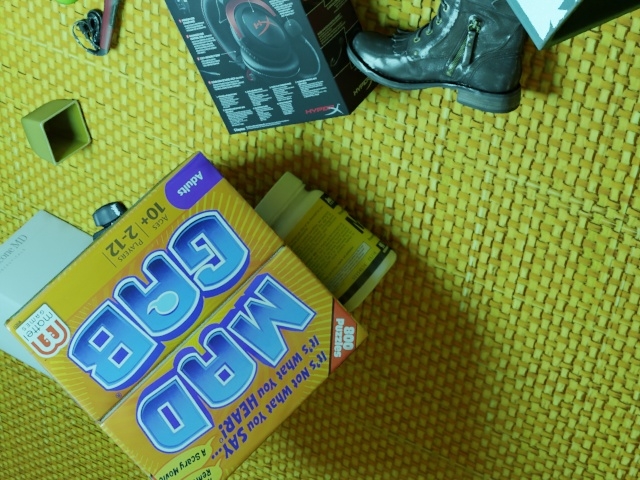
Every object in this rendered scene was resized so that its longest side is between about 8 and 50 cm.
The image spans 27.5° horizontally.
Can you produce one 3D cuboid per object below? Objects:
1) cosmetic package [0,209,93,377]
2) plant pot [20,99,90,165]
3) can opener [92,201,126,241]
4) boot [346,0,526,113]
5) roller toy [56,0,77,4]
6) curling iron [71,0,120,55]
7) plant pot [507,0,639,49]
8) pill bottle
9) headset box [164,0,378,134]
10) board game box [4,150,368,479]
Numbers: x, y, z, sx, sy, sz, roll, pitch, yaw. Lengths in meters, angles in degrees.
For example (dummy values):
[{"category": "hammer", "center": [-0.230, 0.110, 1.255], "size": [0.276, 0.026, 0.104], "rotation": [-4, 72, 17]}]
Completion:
[{"category": "cosmetic package", "center": [-0.394, 0.133, 2.263], "size": [0.385, 0.217, 0.156], "rotation": [27, 136, 11]}, {"category": "plant pot", "center": [-0.441, -0.183, 2.136], "size": [0.083, 0.081, 0.081], "rotation": [17, 133, 37]}, {"category": "can opener", "center": [-0.317, -0.032, 2.184], "size": [0.186, 0.059, 0.073], "rotation": [-15, 114, 42]}, {"category": "boot", "center": [0.165, -0.294, 1.633], "size": [0.263, 0.091, 0.229], "rotation": [18, 127, 17]}, {"category": "roller toy", "center": [-0.300, -0.435, 1.744], "size": [0.209, 0.146, 0.191], "rotation": [-51, 52, 35]}, {"category": "curling iron", "center": [-0.315, -0.377, 1.917], "size": [0.068, 0.035, 0.274], "rotation": [33, 137, 8]}, {"category": "plant pot", "center": [0.281, -0.393, 1.356], "size": [0.252, 0.248, 0.247], "rotation": [52, 139, 14]}, {"category": "pill bottle", "center": [0.000, 0.000, 1.948], "size": [0.208, 0.119, 0.119], "rotation": [40, 137, -1]}, {"category": "headset box", "center": [-0.077, -0.304, 1.759], "size": [0.218, 0.110, 0.293], "rotation": [-6, 120, 38]}, {"category": "board game box", "center": [-0.213, 0.131, 1.936], "size": [0.356, 0.356, 0.356], "rotation": [47, 168, -7]}]
